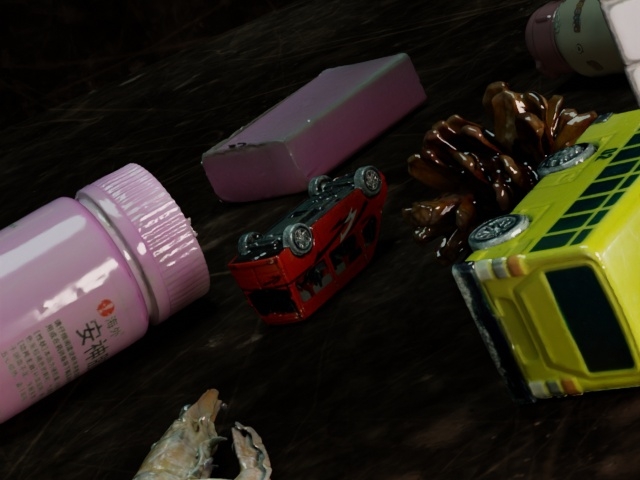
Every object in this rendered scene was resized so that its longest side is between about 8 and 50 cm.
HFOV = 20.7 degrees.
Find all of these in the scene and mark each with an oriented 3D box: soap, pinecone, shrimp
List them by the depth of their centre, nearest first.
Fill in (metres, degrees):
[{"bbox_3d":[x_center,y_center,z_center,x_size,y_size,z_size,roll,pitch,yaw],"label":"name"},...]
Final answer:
[{"bbox_3d":[-0.090,0.179,1.397,0.126,0.047,0.223,-14,24,17],"label":"shrimp"},{"bbox_3d":[0.162,-0.052,1.563,0.195,0.150,0.179,-36,24,-23],"label":"pinecone"},{"bbox_3d":[-0.007,-0.146,2.269,0.181,0.081,0.259,-7,23,48],"label":"soap"}]

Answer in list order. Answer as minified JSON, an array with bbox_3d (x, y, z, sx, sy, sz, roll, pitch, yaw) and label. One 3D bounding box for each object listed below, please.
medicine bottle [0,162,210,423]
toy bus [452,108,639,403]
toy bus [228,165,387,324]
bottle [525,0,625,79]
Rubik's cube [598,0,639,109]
[{"bbox_3d":[-0.280,0.057,1.859,0.291,0.178,0.178,-31,16,-20],"label":"medicine bottle"},{"bbox_3d":[0.229,0.000,1.323,0.150,0.128,0.262,-11,22,41],"label":"toy bus"},{"bbox_3d":[0.000,0.000,1.757,0.081,0.089,0.195,-10,23,44],"label":"toy bus"},{"bbox_3d":[0.330,-0.240,1.982,0.110,0.110,0.233,-35,18,-30],"label":"bottle"},{"bbox_3d":[0.402,-0.230,1.554,0.259,0.256,0.253,-20,17,26],"label":"Rubik's cube"}]
